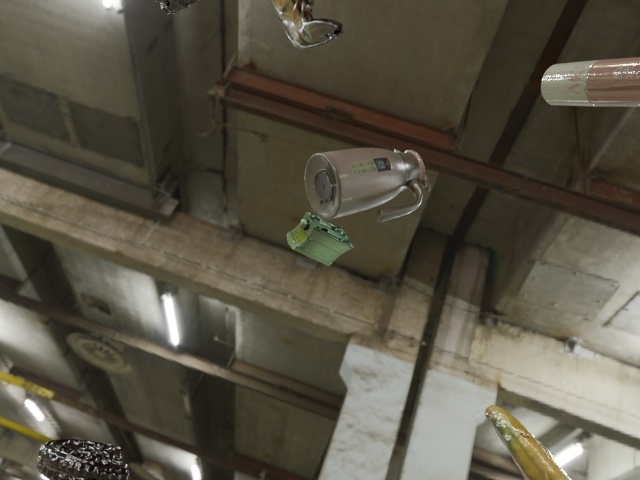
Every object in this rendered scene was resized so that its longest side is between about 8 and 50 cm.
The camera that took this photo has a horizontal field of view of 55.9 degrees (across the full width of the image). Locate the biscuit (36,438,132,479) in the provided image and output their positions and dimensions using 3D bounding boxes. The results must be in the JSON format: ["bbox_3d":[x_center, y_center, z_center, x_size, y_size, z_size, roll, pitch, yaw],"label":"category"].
[{"bbox_3d":[-0.184,0.181,0.486,0.089,0.027,0.087,10,-11,13],"label":"biscuit"}]

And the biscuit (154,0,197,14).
[{"bbox_3d":[-0.186,-0.428,0.923,0.195,0.194,0.053,-14,-42,39],"label":"biscuit"}]

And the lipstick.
[{"bbox_3d":[0.442,-0.233,0.891,0.070,0.070,0.254,42,-7,-25],"label":"lipstick"}]

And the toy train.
[{"bbox_3d":[0.000,0.000,0.838,0.056,0.038,0.093,-43,-42,20],"label":"toy train"}]

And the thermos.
[{"bbox_3d":[0.089,-0.090,0.978,0.193,0.137,0.105,-13,-34,-30],"label":"thermos"}]

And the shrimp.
[{"bbox_3d":[0.011,-0.428,0.989,0.365,0.071,0.233,29,-54,49],"label":"shrimp"}]

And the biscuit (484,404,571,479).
[{"bbox_3d":[0.210,0.231,0.517,0.029,0.118,0.247,-33,-61,4],"label":"biscuit"}]
